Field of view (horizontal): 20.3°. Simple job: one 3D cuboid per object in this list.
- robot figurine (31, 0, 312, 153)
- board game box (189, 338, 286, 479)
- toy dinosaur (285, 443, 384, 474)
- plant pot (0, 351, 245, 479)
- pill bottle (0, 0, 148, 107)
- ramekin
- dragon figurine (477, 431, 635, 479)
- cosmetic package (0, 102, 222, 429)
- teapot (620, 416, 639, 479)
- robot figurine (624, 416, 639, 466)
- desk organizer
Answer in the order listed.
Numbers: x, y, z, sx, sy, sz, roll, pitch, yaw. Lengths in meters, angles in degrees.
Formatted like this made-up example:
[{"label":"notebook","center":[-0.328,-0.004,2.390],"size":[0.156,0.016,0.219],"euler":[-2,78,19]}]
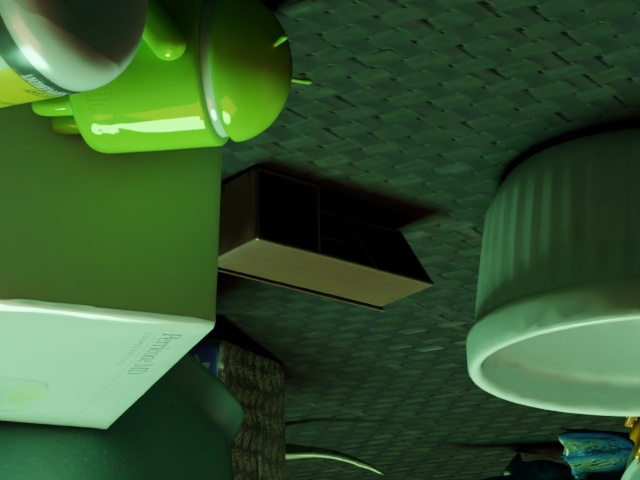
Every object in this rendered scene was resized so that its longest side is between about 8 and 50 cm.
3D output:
[{"label":"robot figurine","center":[-0.064,-0.072,0.767],"size":[0.115,0.067,0.101],"euler":[-4,161,12]},{"label":"board game box","center":[-0.181,0.203,1.301],"size":[0.291,0.232,0.141],"euler":[-4,168,16]},{"label":"toy dinosaur","center":[-0.062,0.180,1.536],"size":[0.112,0.064,0.211],"euler":[-6,180,-42]},{"label":"plant pot","center":[-0.168,0.137,1.097],"size":[0.293,0.196,0.293],"euler":[32,166,9]},{"label":"pill bottle","center":[-0.164,-0.092,0.659],"size":[0.184,0.103,0.103],"euler":[-8,159,24]},{"label":"ramekin","center":[0.181,0.019,0.961],"size":[0.207,0.109,0.207],"euler":[1,160,0]},{"label":"dragon figurine","center":[0.232,0.216,1.561],"size":[0.289,0.085,0.144],"euler":[7,160,-20]},{"label":"cosmetic package","center":[-0.183,-0.001,0.876],"size":[0.224,0.138,0.224],"euler":[6,160,-18]},{"label":"teapot","center":[0.313,0.183,1.335],"size":[0.252,0.187,0.256],"euler":[-22,153,-27]},{"label":"robot figurine","center":[0.354,0.090,1.142],"size":[0.291,0.085,0.211],"euler":[6,133,-14]},{"label":"desk organizer","center":[0.000,0.000,1.007],"size":[0.130,0.047,0.050],"euler":[15,154,-36]}]
